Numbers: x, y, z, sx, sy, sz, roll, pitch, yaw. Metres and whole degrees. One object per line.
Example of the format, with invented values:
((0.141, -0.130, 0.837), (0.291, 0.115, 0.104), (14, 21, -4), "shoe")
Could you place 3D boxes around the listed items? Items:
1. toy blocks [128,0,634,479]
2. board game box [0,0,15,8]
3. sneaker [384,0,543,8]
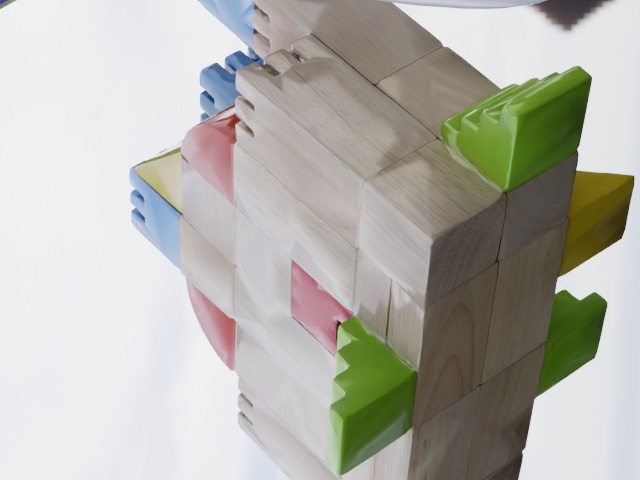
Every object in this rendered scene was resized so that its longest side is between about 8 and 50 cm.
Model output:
((0.000, 0.000, 1.045), (0.190, 0.261, 0.381), (-30, -35, -27), "toy blocks")
((-0.283, -0.287, 1.652), (0.347, 0.078, 0.233), (-39, -6, -46), "board game box")
((-0.040, -0.132, 0.634), (0.147, 0.295, 0.105), (59, -127, -71), "sneaker")
